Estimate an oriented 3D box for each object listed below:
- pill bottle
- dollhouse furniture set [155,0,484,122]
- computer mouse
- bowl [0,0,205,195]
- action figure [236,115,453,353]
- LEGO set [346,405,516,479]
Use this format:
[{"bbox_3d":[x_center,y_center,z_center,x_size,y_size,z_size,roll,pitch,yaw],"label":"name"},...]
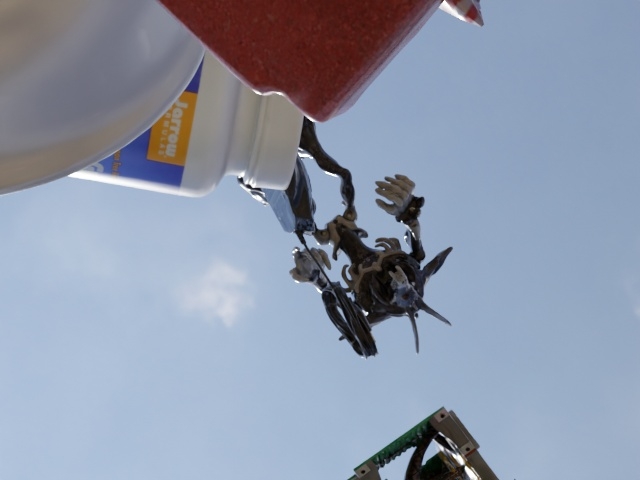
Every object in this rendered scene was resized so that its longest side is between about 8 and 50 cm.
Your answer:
[{"bbox_3d":[-0.154,-0.120,1.296,0.272,0.152,0.152,10,-105,-6],"label":"pill bottle"},{"bbox_3d":[0.135,-0.057,0.359,0.374,0.201,0.152,43,-52,5],"label":"dollhouse furniture set"},{"bbox_3d":[0.000,0.000,1.384,0.041,0.071,0.242,-25,-98,-18],"label":"computer mouse"},{"bbox_3d":[-0.214,-0.174,0.847,0.297,0.134,0.298,0,-130,0],"label":"bowl"},{"bbox_3d":[0.032,-0.004,1.584,0.164,0.141,0.276,-41,-104,-6],"label":"action figure"},{"bbox_3d":[0.070,0.312,1.286,0.331,0.255,0.192,-31,-112,-16],"label":"LEGO set"}]
